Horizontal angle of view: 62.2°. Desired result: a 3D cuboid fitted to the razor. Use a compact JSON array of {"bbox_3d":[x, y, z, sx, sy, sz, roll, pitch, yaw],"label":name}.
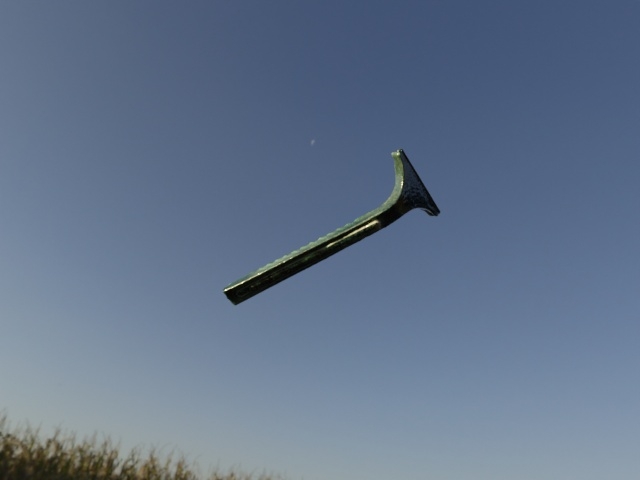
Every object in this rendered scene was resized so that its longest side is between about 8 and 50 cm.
[{"bbox_3d":[0.000,0.003,0.430,0.190,0.033,0.066,-29,-66,14],"label":"razor"}]
